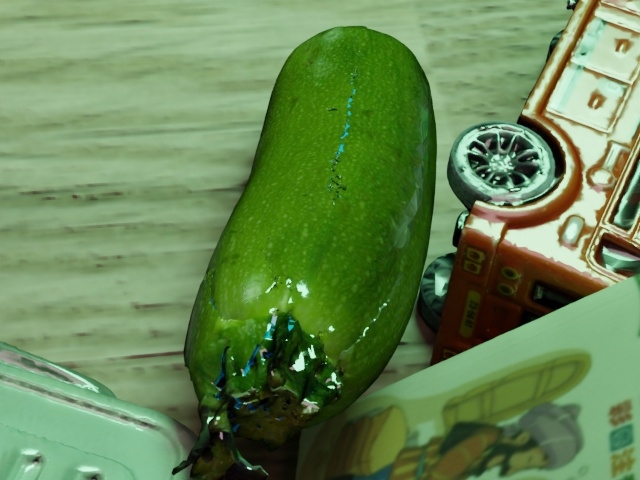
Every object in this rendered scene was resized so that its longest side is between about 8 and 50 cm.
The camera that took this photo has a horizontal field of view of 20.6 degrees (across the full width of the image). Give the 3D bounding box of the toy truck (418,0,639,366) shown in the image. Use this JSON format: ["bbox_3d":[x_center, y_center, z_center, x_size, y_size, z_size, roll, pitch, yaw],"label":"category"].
[{"bbox_3d":[0.134,-0.046,0.798,0.114,0.107,0.253,22,53,12],"label":"toy truck"}]

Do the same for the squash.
[{"bbox_3d":[0.001,-0.001,0.704,0.087,0.087,0.331,16,28,1],"label":"squash"}]

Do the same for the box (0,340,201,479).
[{"bbox_3d":[-0.138,0.147,0.548,0.163,0.135,0.243,17,28,0],"label":"box"}]

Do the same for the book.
[{"bbox_3d":[0.096,0.092,0.609,0.027,0.264,0.202,49,28,-28],"label":"book"}]
